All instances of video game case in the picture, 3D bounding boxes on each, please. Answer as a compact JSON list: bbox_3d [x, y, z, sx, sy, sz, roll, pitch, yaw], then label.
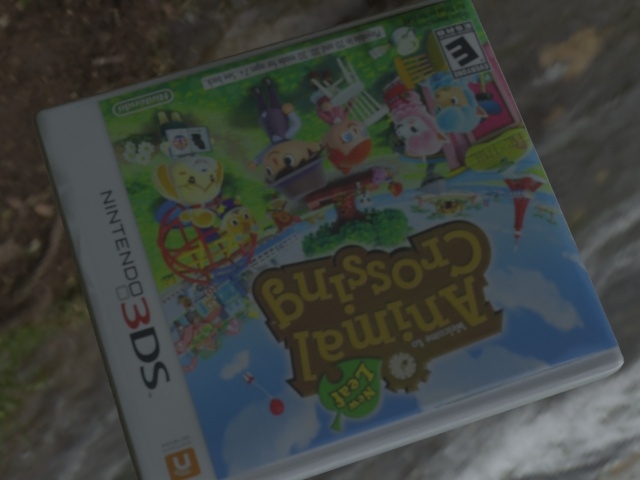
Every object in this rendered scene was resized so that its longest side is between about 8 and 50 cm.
[{"bbox_3d":[0.000,0.000,0.559,0.212,0.193,0.023,-17,162,-9],"label":"video game case"}]
